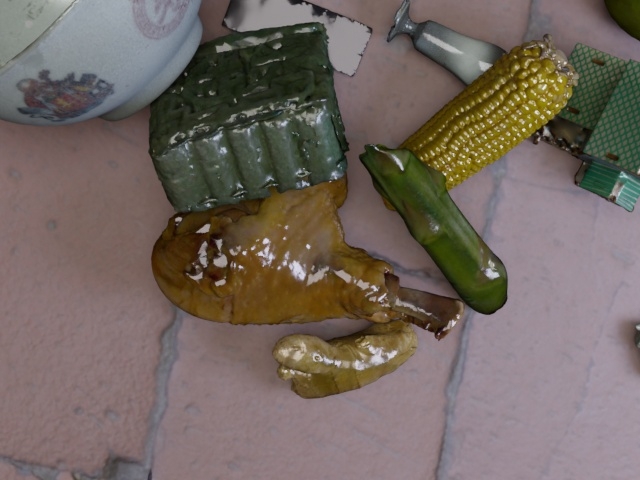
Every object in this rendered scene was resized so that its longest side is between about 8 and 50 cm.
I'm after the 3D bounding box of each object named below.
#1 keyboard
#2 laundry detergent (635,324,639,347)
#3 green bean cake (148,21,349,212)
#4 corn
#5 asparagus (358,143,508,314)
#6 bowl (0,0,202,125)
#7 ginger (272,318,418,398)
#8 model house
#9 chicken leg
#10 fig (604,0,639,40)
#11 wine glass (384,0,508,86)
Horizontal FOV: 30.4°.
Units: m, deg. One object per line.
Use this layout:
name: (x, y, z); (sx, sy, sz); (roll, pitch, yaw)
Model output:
keyboard: (-0.032, -0.292, 1.609); (0.197, 0.015, 0.074); (21, 96, 1)
laundry detergent: (0.514, 0.168, 1.586); (0.206, 0.061, 0.096); (25, 99, 0)
green bean cake: (-0.094, -0.168, 1.495); (0.241, 0.255, 0.132); (-14, 129, 8)
corn: (0.198, -0.141, 1.531); (0.305, 0.106, 0.106); (-40, 91, 23)
asparagus: (0.145, -0.028, 1.515); (0.082, 0.085, 0.343); (-14, 133, 34)
bowl: (-0.276, -0.277, 1.473); (0.435, 0.435, 0.196); (-44, 121, 2)
ginger: (0.031, 0.168, 1.582); (0.205, 0.081, 0.115); (-4, 110, -17)
model house: (0.411, -0.130, 1.508); (0.271, 0.206, 0.178); (30, 92, 0)
chicken leg: (0.000, 0.000, 1.540); (0.409, 0.182, 0.295); (17, 70, 4)
fig: (0.472, -0.330, 1.522); (0.181, 0.191, 0.181); (-11, 114, -27)
wine glass: (0.167, -0.261, 1.577); (0.155, 0.072, 0.072); (29, 92, 1)
